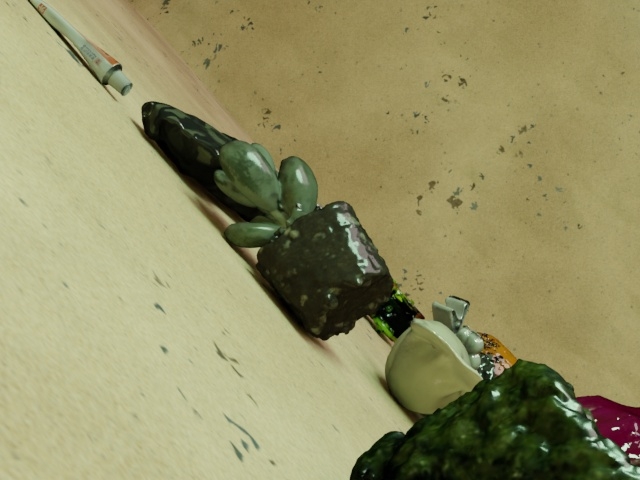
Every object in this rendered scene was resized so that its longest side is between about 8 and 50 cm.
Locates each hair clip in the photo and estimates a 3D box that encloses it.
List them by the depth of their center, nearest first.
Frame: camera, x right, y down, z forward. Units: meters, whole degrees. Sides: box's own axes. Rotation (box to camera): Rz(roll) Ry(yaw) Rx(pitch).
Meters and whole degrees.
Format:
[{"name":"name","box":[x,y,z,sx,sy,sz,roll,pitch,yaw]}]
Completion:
[{"name":"hair clip","box":[0.192,0.198,1.580,0.140,0.220,0.054,17,15,38]}]

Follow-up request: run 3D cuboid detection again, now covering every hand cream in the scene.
[{"name":"hand cream","box":[-0.339,-0.279,1.407,0.216,0.038,0.052,45,-24,11]}]

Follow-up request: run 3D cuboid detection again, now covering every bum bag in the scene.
[{"name":"bum bag","box":[-0.132,-0.100,1.461,0.144,0.095,0.340,32,-7,31]}]

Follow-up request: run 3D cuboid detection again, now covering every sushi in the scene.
[{"name":"sushi","box":[0.203,0.276,0.747,0.352,0.178,0.294,50,5,-30]}]

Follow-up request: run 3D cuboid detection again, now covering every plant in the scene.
[{"name":"plant","box":[-0.033,-0.009,1.280,0.274,0.149,0.146,52,-12,19]}]

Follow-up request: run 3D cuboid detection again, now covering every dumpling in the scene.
[{"name":"dumpling","box":[0.172,0.203,1.486,0.166,0.215,0.126,42,38,20]}]

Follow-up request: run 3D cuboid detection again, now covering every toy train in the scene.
[{"name":"toy train","box":[0.095,0.087,2.089,0.296,0.100,0.160,48,2,-5]}]

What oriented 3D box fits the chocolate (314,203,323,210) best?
[{"name":"chocolate","box":[0.000,0.000,1.651,0.156,0.133,0.156,50,5,-6]}]

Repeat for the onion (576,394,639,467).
[{"name":"onion","box":[0.519,0.377,1.516,0.398,0.420,0.398,51,-2,3]}]

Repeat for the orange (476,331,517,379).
[{"name":"orange","box":[0.265,0.263,1.711,0.234,0.182,0.234,42,-9,8]}]
